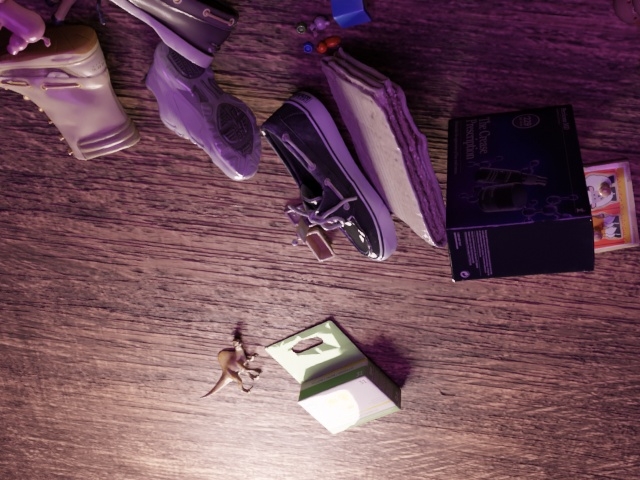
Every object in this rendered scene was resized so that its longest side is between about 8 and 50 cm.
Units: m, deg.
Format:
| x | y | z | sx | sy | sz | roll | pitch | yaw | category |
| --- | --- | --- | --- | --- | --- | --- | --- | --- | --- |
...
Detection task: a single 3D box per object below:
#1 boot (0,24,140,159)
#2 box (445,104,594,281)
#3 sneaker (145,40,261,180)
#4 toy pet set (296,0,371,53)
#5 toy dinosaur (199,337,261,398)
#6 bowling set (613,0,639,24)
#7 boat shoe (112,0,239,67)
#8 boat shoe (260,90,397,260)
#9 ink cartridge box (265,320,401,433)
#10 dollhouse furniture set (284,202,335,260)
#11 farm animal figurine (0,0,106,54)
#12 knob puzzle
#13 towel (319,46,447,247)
| x | y | z | sx | sy | sz | roll | pitch | yaw | category |
| --- | --- | --- | --- | --- | --- | --- | --- | --- | --- |
| -0.417 | -0.216 | 1.303 | 0.262 | 0.095 | 0.203 | -2 | 137 | 18 | boot |
| 0.270 | -0.070 | 1.197 | 0.184 | 0.261 | 0.103 | -4 | 129 | 12 | box |
| -0.175 | -0.179 | 1.274 | 0.232 | 0.090 | 0.115 | 56 | 140 | 5 | sneaker |
| 0.009 | -0.305 | 1.169 | 0.114 | 0.065 | 0.122 | -9 | 129 | 17 | toy pet set |
| -0.167 | 0.258 | 1.708 | 0.093 | 0.053 | 0.183 | 31 | 123 | 3 | toy dinosaur |
| 0.438 | -0.277 | 1.041 | 0.154 | 0.200 | 0.287 | -20 | 120 | 26 | bowling set |
| -0.232 | -0.340 | 1.116 | 0.091 | 0.109 | 0.305 | -47 | 135 | 11 | boat shoe |
| 0.012 | -0.072 | 1.313 | 0.113 | 0.105 | 0.306 | 17 | 144 | 50 | boat shoe |
| 0.023 | 0.270 | 1.673 | 0.171 | 0.056 | 0.235 | -26 | 124 | 29 | ink cartridge box |
| 0.000 | 0.000 | 1.423 | 0.091 | 0.081 | 0.114 | -19 | 125 | 24 | dollhouse furniture set |
| -0.444 | -0.401 | 1.068 | 0.172 | 0.330 | 0.326 | -35 | 89 | 35 | farm animal figurine |
| 0.394 | -0.037 | 1.359 | 0.213 | 0.030 | 0.213 | 5 | 131 | 6 | knob puzzle |
| 0.096 | -0.134 | 1.237 | 0.049 | 0.187 | 0.282 | -32 | 128 | -9 | towel |
